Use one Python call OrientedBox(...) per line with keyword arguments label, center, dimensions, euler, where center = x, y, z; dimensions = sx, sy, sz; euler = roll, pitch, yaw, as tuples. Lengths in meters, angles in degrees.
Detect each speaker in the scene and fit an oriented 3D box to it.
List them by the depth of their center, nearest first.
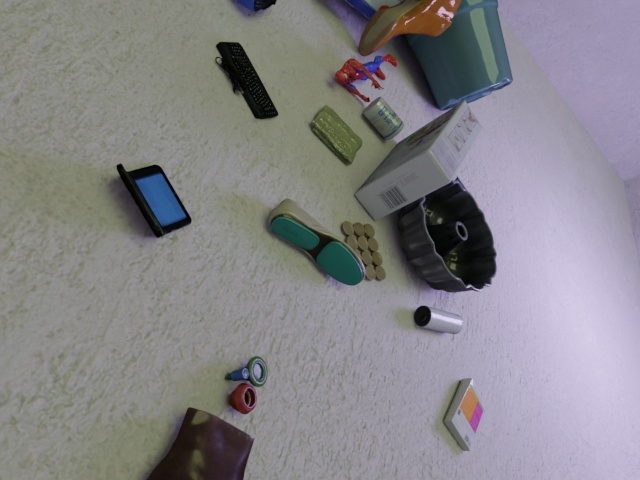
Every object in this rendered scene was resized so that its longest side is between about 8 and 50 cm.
OrientedBox(label="speaker", center=(0.299, 0.202, 1.178), dimensions=(0.136, 0.055, 0.055), euler=(18, 59, -36))

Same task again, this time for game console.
OrientedBox(label="game console", center=(-0.270, -0.074, 0.771), dimensions=(0.071, 0.107, 0.122), euler=(-31, 92, -18))

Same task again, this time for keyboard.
OrientedBox(label="keyboard", center=(-0.161, -0.360, 1.036), dimensions=(0.100, 0.038, 0.192), euler=(-31, 92, -46))

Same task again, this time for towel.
OrientedBox(label="towel", center=(0.044, -0.271, 1.191), dimensions=(0.148, 0.027, 0.110), euler=(44, 47, -19))

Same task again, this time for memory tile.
OrientedBox(label="memory tile", center=(0.103, 0.026, 1.112), dimensions=(0.113, 0.012, 0.147), euler=(2, 68, -43))

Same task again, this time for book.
OrientedBox(label="book", center=(0.359, 0.424, 1.143), dimensions=(0.096, 0.035, 0.144), euler=(58, 44, -10))

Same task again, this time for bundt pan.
OrientedBox(label="bundt pan", center=(0.332, -0.006, 1.262), dimensions=(0.331, 0.124, 0.330), euler=(20, 58, -35))

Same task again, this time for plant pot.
OrientedBox(label="plant pot", center=(0.476, -0.645, 1.585), dimensions=(0.341, 0.341, 0.333), euler=(-24, 95, -47))

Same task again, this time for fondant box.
OrientedBox(label="fondant box", center=(0.260, -0.211, 1.210), dimensions=(0.096, 0.238, 0.330), euler=(50, 45, -12))

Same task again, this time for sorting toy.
OrientedBox(label="sorting toy", center=(-0.129, 0.238, 0.776), dimensions=(0.061, 0.042, 0.102), euler=(58, 29, -27))

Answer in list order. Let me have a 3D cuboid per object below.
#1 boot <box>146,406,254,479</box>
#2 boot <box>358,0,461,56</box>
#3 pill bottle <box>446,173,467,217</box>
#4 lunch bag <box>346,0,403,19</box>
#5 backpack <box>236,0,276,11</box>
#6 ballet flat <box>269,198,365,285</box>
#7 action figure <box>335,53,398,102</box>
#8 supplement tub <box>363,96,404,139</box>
OrientedBox(label="boot", center=(-0.132, 0.381, 0.659), dimensions=(0.248, 0.090, 0.206), euler=(39, 50, -18))
OrientedBox(label="boot", center=(0.273, -0.642, 1.395), dimensions=(0.211, 0.295, 0.104), euler=(7, 51, -41))
OrientedBox(label="pill bottle", center=(0.384, -0.147, 1.400), dimensions=(0.169, 0.094, 0.094), euler=(53, 44, -10))
OrientedBox(label="lunch bag", center=(0.153, -0.865, 1.428), dimensions=(0.328, 0.239, 0.384), euler=(19, 74, -38))
OrientedBox(label="backpack", center=(-0.158, -0.611, 1.123), dimensions=(0.101, 0.097, 0.120), euler=(26, 48, 5))
OrientedBox(label="ballet flat", center=(0.000, 0.000, 0.986), dimensions=(0.248, 0.086, 0.086), euler=(39, 48, -21))
OrientedBox(label="action figure", center=(0.146, -0.455, 1.326), dimensions=(0.280, 0.091, 0.139), euler=(-28, 78, -47))
OrientedBox(label="supplement tub", center=(0.180, -0.345, 1.324), dimensions=(0.107, 0.071, 0.071), euler=(44, 46, -19))
